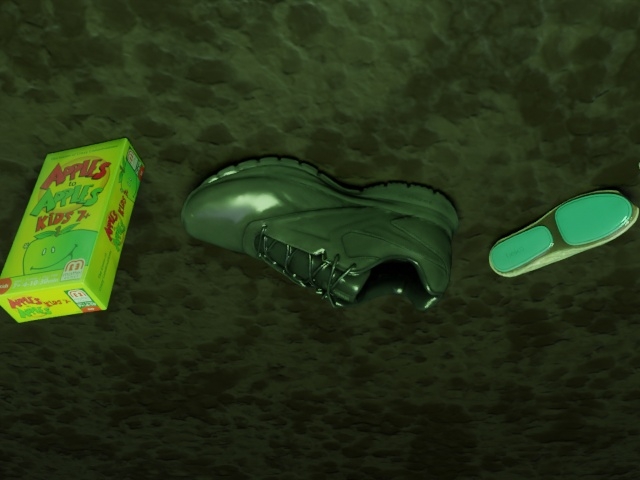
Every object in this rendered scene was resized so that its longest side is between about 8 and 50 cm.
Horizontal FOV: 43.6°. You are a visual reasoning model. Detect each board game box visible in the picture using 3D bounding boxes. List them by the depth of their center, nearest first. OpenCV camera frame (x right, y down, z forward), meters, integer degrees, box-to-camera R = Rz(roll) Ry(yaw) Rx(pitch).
[{"bbox_3d":[-0.234,-0.014,0.760,0.092,0.181,0.043,-10,138,15],"label":"board game box"}]

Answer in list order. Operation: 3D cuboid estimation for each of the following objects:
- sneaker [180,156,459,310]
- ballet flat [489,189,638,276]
[{"bbox_3d":[0.000,0.000,0.802,0.287,0.130,0.109,6,142,-1],"label":"sneaker"},{"bbox_3d":[0.257,-0.008,0.845,0.168,0.057,0.052,-24,161,34],"label":"ballet flat"}]
